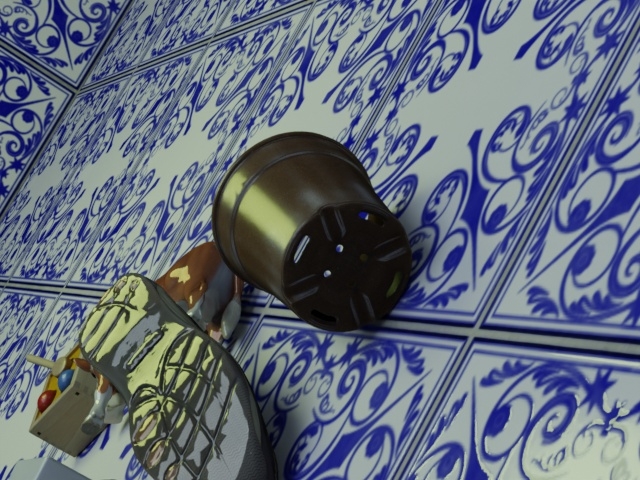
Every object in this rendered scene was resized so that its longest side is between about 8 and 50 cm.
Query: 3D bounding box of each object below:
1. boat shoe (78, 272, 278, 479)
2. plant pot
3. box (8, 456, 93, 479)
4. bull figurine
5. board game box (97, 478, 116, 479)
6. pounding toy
[{"bbox_3d":[-0.115,0.156,1.581,0.132,0.130,0.355,-46,39,6],"label":"boat shoe"},{"bbox_3d":[0.000,0.000,1.510,0.167,0.167,0.165,-55,27,5],"label":"plant pot"},{"bbox_3d":[-0.234,0.304,1.556,0.091,0.170,0.130,-19,42,60],"label":"box"},{"bbox_3d":[-0.193,0.128,1.863,0.310,0.101,0.188,-49,23,28],"label":"bull figurine"},{"bbox_3d":[-0.322,0.287,1.884,0.168,0.133,0.033,-33,68,52],"label":"board game box"},{"bbox_3d":[-0.321,0.185,2.088,0.130,0.100,0.141,-45,22,32],"label":"pounding toy"}]
